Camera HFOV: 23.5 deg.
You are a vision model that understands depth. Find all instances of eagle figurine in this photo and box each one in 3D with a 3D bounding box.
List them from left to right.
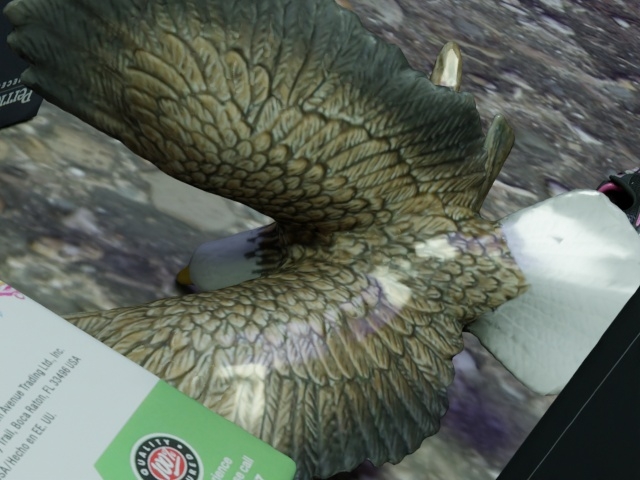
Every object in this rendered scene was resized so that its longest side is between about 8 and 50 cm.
[{"bbox_3d":[-0.008,0.005,0.754,0.298,0.225,0.226,8,45,-54],"label":"eagle figurine"}]

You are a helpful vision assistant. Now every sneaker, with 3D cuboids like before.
[{"bbox_3d":[0.245,-0.033,1.161,0.077,0.072,0.178,19,23,2],"label":"sneaker"}]

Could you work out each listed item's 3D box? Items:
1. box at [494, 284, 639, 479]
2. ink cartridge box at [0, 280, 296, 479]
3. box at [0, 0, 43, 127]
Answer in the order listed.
[{"bbox_3d":[0.100,0.166,0.511,0.103,0.261,0.184,21,31,-17],"label":"box"},{"bbox_3d":[-0.175,0.092,0.518,0.278,0.117,0.201,31,30,2],"label":"ink cartridge box"},{"bbox_3d":[-0.240,-0.193,0.707,0.179,0.312,0.343,38,29,13],"label":"box"}]
